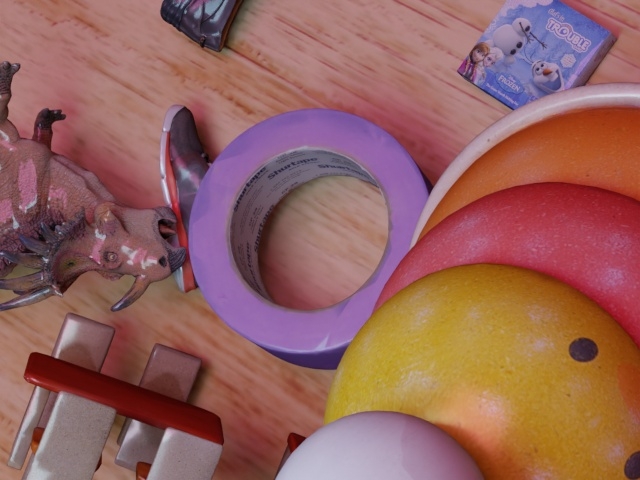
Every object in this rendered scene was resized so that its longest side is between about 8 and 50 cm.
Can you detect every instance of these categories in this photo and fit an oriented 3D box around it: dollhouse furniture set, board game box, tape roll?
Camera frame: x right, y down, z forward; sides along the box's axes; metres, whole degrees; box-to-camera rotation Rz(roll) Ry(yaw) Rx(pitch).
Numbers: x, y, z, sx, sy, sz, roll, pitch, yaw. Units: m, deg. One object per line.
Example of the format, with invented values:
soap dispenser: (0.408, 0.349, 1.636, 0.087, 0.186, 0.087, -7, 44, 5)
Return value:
dollhouse furniture set: (-0.093, 0.135, 1.407, 0.259, 0.262, 0.135, 20, 97, -9)
board game box: (0.165, -0.142, 1.475, 0.090, 0.020, 0.090, 36, 92, 29)
tape roll: (0.000, 0.000, 1.464, 0.189, 0.080, 0.189, -4, 75, 14)

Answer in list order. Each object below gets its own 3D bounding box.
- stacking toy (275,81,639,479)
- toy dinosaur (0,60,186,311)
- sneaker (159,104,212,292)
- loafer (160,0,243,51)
stacking toy: (0.120, 0.117, 1.128, 0.351, 0.480, 0.350, 9, 109, 27)
toy dinosaur: (-0.264, -0.012, 1.567, 0.296, 0.127, 0.200, -22, 68, 36)
sneaker: (-0.094, -0.036, 1.563, 0.065, 0.061, 0.158, -8, 77, 3)
loafer: (-0.057, -0.233, 1.595, 0.061, 0.062, 0.170, 41, 100, 7)
